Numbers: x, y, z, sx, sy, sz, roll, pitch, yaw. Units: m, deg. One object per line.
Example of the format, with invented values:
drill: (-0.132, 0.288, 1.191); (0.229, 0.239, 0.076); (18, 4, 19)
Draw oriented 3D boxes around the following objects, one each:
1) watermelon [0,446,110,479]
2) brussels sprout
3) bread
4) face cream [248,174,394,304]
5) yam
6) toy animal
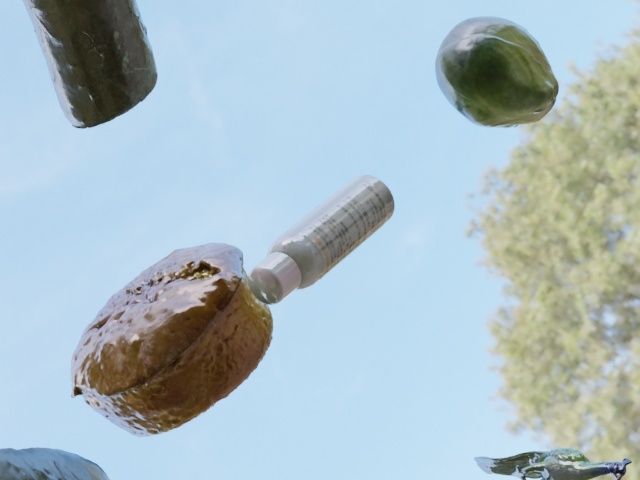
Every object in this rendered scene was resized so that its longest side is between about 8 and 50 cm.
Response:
watermelon: (-0.184, 0.184, 0.673); (0.129, 0.123, 0.301); (-27, -14, 28)
brussels sprout: (0.210, -0.201, 1.560); (0.155, 0.155, 0.117); (-2, -25, -48)
bread: (-0.205, 0.135, 1.811); (0.312, 0.312, 0.172); (-45, -68, -17)
face cream: (0.000, 0.000, 1.723); (0.269, 0.082, 0.082); (-38, -40, -44)
yam: (-0.148, -0.156, 0.765); (0.068, 0.068, 0.169); (-34, -52, -29)
toy animal: (0.215, 0.239, 1.324); (0.075, 0.217, 0.041); (-18, -87, -39)
